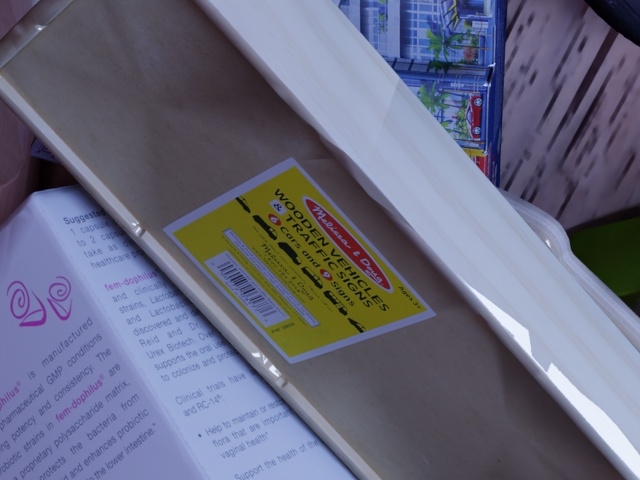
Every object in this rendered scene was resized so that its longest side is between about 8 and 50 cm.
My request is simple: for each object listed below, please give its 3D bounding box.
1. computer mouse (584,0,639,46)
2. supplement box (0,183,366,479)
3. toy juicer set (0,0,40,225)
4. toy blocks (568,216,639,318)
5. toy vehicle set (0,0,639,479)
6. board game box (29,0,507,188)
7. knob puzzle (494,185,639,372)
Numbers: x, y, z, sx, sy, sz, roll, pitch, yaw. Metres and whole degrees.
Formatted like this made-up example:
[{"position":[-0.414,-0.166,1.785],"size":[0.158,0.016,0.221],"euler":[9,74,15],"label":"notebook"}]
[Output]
[{"position":[0.090,-0.155,0.613],"size":[0.272,0.072,0.188],"euler":[38,101,-16],"label":"computer mouse"},{"position":[-0.062,0.090,0.769],"size":[0.111,0.114,0.220],"euler":[-40,78,34],"label":"supplement box"},{"position":[-0.254,-0.014,0.818],"size":[0.329,0.089,0.209],"euler":[-3,122,16],"label":"toy juicer set"},{"position":[0.306,0.086,0.693],"size":[0.381,0.190,0.261],"euler":[-13,127,37],"label":"toy blocks"},{"position":[0.000,0.000,0.662],"size":[0.267,0.035,0.166],"euler":[48,151,-12],"label":"toy vehicle set"},{"position":[-0.024,-0.082,0.728],"size":[0.194,0.060,0.194],"euler":[5,125,11],"label":"board game box"},{"position":[0.049,0.021,0.701],"size":[0.213,0.030,0.213],"euler":[31,150,20],"label":"knob puzzle"}]
